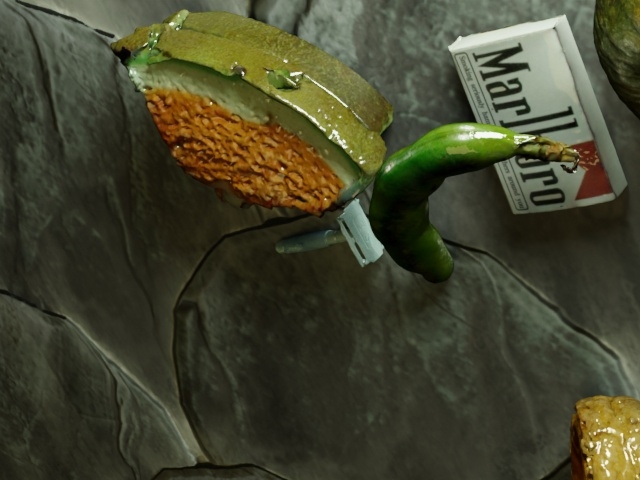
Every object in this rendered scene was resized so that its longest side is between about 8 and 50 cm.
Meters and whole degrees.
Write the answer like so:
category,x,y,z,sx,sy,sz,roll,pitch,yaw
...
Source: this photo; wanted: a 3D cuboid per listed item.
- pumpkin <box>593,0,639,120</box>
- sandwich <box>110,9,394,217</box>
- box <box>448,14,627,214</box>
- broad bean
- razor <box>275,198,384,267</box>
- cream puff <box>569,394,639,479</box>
category,x,y,z,sx,sy,sz,roll,pitch,yaw
pumpkin,0.320,-0.165,1.046,0.224,0.157,0.223,20,146,14
sandwich,-0.052,-0.116,1.379,0.292,0.109,0.212,15,135,29
box,0.199,-0.113,1.252,0.115,0.036,0.177,-9,115,38
broad bean,0.116,-0.036,1.294,0.144,0.049,0.292,20,149,-12
razor,0.000,0.000,1.475,0.135,0.040,0.068,-12,113,45
cream puff,0.337,0.242,1.346,0.169,0.183,0.183,-4,123,4
